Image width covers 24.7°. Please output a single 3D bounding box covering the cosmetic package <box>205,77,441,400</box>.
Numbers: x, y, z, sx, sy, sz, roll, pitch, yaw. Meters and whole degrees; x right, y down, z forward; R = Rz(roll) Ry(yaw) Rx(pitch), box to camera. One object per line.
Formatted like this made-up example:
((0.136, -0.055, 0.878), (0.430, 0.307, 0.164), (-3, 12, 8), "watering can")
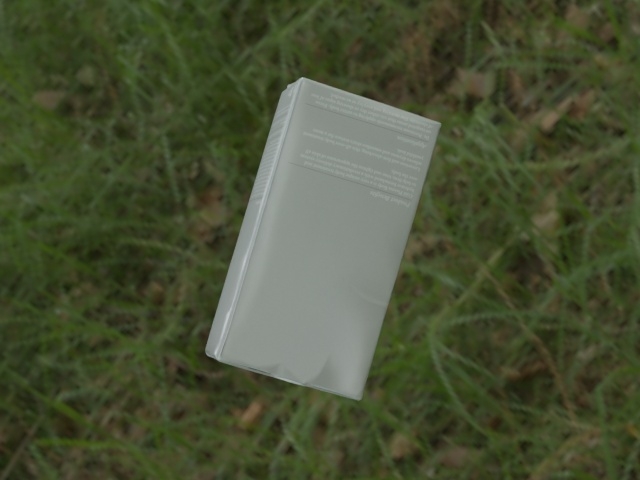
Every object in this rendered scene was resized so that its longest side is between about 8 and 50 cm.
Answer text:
((0.000, 0.000, 1.189), (0.107, 0.127, 0.238), (-169, 98, -80), "cosmetic package")
